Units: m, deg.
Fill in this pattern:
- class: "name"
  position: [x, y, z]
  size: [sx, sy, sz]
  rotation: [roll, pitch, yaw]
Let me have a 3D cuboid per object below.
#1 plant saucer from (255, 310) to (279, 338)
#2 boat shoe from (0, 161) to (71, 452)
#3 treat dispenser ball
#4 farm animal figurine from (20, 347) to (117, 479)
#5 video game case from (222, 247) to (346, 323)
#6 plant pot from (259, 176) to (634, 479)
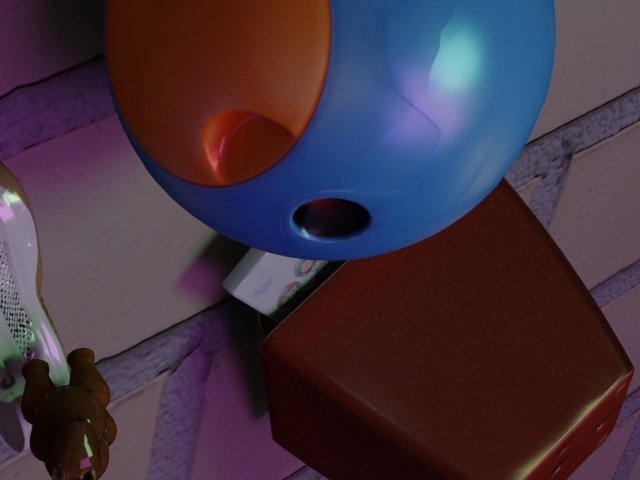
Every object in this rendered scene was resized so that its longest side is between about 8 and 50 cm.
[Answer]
- class: "plant saucer"
  position: [0.024, -0.008, 1.626]
  size: [0.241, 0.037, 0.241]
  rotation: [-36, 151, -25]
- class: "boat shoe"
  position: [-0.241, 0.057, 1.259]
  size: [0.096, 0.098, 0.277]
  rotation: [-34, 140, -27]
- class: "treat dispenser ball"
  position: [0.005, -0.131, 1.169]
  size: [0.288, 0.288, 0.288]
  rotation: [-36, 150, -25]
- class: "farm animal figurine"
  position: [-0.293, 0.187, 1.179]
  size: [0.330, 0.172, 0.327]
  rotation: [7, 137, -30]
- class: "video game case"
  position: [0.000, 0.000, 1.540]
  size: [0.157, 0.019, 0.143]
  rotation: [-50, 152, 2]
- class: "plant pot"
  position: [0.126, 0.128, 1.640]
  size: [0.267, 0.236, 0.267]
  rotation: [-42, 162, -16]
